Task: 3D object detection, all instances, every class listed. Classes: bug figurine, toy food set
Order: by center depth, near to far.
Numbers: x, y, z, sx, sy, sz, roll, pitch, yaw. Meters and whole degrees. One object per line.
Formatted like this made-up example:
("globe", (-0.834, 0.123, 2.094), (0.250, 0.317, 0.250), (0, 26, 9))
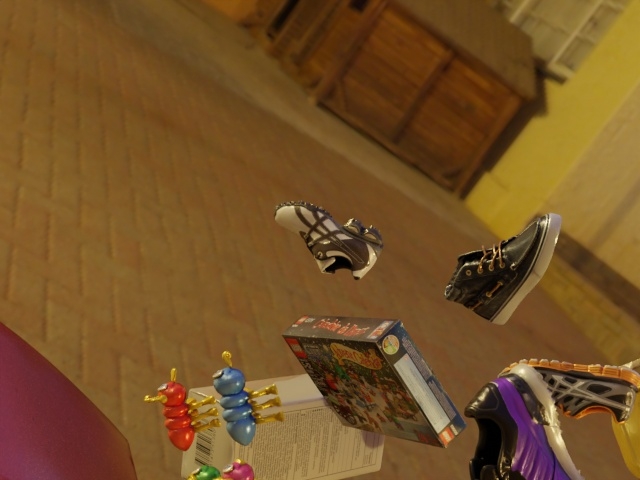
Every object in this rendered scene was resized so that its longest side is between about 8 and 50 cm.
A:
("bug figurine", (-0.123, 0.249, 1.287), (0.279, 0.072, 0.216), (-25, -99, 60))
("toy food set", (0.545, 0.295, 1.738), (0.071, 0.128, 0.218), (28, 39, -38))

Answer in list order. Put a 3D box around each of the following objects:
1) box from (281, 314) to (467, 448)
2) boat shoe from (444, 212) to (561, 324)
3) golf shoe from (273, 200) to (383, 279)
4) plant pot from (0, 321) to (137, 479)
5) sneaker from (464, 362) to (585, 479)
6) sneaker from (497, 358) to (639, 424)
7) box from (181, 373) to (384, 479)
("box", (0.060, 0.169, 1.330), (0.159, 0.044, 0.233), (56, -25, -15))
("boat shoe", (0.210, 0.027, 1.260), (0.083, 0.183, 0.065), (22, 45, -2))
("golf shoe", (0.000, 0.000, 1.731), (0.198, 0.094, 0.077), (19, -18, 25))
("plant pot", (-0.311, 0.257, 1.009), (0.236, 0.267, 0.267), (33, 15, -34))
("sneaker", (0.283, 0.334, 1.516), (0.293, 0.146, 0.102), (67, -23, -1))
("sneaker", (0.371, 0.228, 1.633), (0.215, 0.083, 0.084), (1, -15, 29))
("box", (-0.047, 0.291, 1.644), (0.311, 0.148, 0.121), (0, 9, -43))
